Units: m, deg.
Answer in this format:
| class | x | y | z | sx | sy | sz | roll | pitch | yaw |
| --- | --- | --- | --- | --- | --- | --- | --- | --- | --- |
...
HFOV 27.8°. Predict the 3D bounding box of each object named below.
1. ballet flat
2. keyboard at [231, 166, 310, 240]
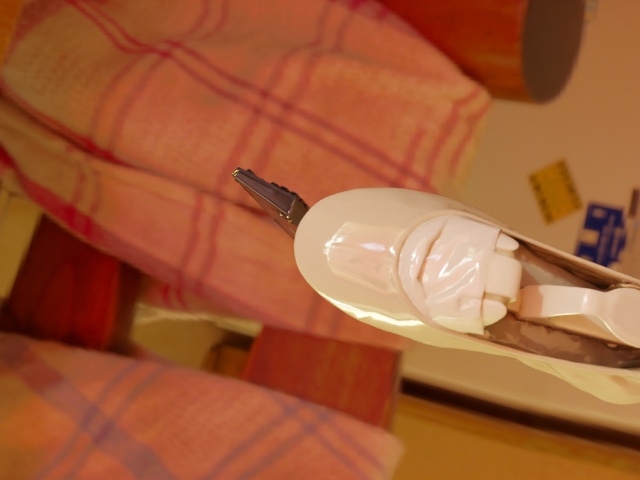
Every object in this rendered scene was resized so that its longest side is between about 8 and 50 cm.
| class | x | y | z | sx | sy | sz | roll | pitch | yaw |
| --- | --- | --- | --- | --- | --- | --- | --- | --- | --- |
| ballet flat | 0.109 | 0.028 | 0.710 | 0.248 | 0.086 | 0.086 | 18 | 85 | -19 |
| keyboard | 0.000 | 0.000 | 1.106 | 0.023 | 0.108 | 0.180 | -51 | 145 | -5 |
